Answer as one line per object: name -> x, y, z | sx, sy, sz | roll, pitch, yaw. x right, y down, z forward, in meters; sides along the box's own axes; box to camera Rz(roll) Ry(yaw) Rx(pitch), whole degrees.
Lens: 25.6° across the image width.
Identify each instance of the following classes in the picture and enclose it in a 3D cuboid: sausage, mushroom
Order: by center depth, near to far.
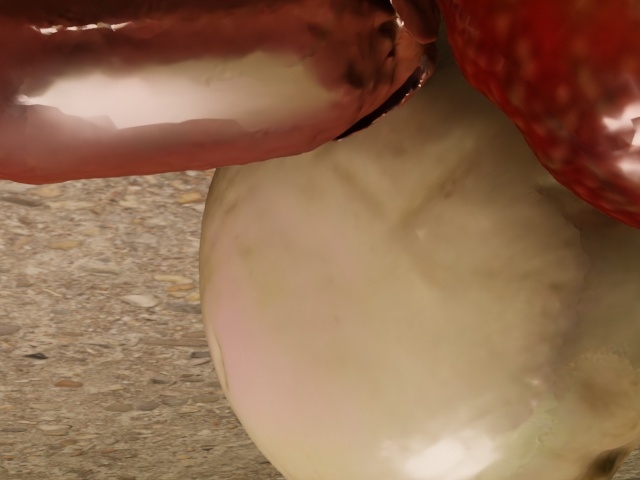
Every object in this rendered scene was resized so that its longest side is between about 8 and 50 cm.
sausage -> -0.080, -0.105, 0.689 | 0.280, 0.152, 0.152 | -5, 160, 2
mushroom -> 0.063, -0.002, 0.851 | 0.315, 0.356, 0.315 | -3, 128, -3

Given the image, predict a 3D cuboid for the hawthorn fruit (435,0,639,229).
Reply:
hawthorn fruit -> 0.172, -0.134, 0.532 | 0.275, 0.275, 0.299 | 6, 147, -28
